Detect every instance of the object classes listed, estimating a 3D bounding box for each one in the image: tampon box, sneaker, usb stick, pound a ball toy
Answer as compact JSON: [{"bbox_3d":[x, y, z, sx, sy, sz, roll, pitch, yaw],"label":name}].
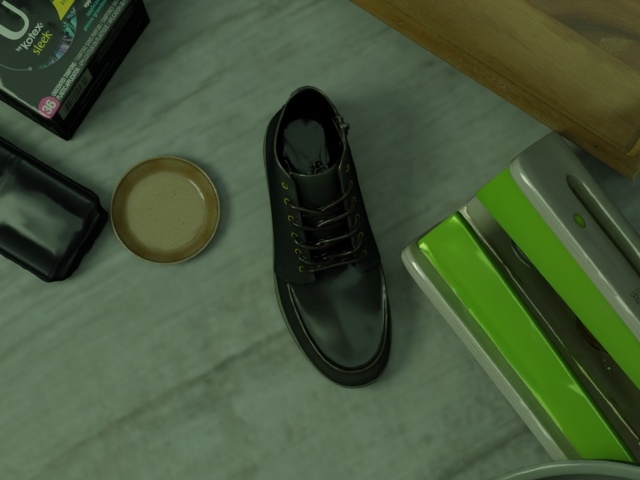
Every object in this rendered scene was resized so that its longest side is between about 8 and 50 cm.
[{"bbox_3d":[-0.228,-0.171,1.381,0.161,0.101,0.120,32,84,3],"label":"tampon box"},{"bbox_3d":[0.000,0.000,1.358,0.083,0.118,0.222,-15,84,-2],"label":"sneaker"},{"bbox_3d":[-0.292,-0.065,1.399,0.278,0.045,0.077,31,91,2],"label":"usb stick"},{"bbox_3d":[0.244,0.062,1.330,0.208,0.136,0.319,-41,86,30],"label":"pound a ball toy"}]

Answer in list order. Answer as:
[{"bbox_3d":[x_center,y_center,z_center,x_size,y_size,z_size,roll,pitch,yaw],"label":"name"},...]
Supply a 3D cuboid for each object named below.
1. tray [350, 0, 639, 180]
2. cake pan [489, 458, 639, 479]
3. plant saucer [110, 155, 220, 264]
[{"bbox_3d":[0.114,-0.241,1.381,0.411,0.076,0.202,32,102,2],"label":"tray"},{"bbox_3d":[0.202,0.278,1.303,0.293,0.054,0.293,6,111,17],"label":"cake pan"},{"bbox_3d":[-0.118,-0.023,1.410,0.083,0.015,0.083,0,85,-1],"label":"plant saucer"}]
